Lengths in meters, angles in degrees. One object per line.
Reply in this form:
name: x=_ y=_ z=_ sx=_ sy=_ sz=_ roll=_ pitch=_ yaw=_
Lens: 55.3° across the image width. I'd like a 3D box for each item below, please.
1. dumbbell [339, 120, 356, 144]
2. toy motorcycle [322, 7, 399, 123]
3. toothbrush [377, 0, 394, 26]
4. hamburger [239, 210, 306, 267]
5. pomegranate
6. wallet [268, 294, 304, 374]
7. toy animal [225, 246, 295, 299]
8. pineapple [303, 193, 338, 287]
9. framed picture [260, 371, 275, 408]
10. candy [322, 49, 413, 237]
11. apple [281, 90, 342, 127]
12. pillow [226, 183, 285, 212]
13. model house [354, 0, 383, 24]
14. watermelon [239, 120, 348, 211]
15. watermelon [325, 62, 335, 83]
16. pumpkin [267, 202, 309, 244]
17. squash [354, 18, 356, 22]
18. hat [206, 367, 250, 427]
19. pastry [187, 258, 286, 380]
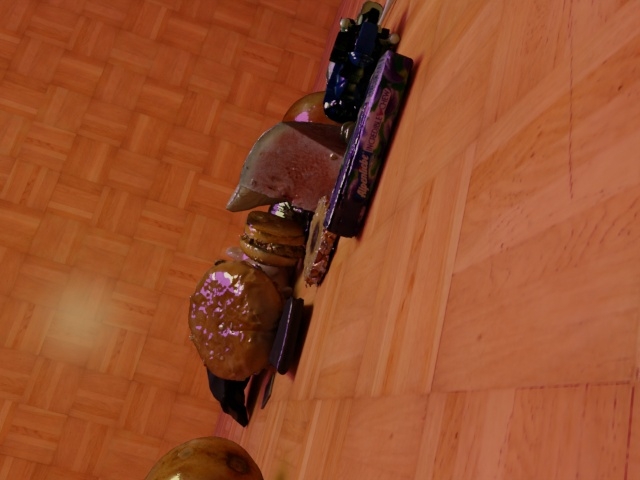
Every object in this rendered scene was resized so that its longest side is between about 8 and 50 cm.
dumbbell: x=0.070 y=-0.227 z=1.305 sx=0.118 sy=0.046 sz=0.052 roll=-107 pitch=30 yaw=-76
toy motorcycle: x=0.074 y=-0.376 z=1.360 sx=0.331 sy=0.125 sz=0.197 roll=132 pitch=152 yaw=-80
toothbrush: x=0.176 y=-0.585 z=1.405 sx=0.342 sy=0.025 sz=0.030 roll=117 pitch=161 yaw=-54
hamburger: x=-0.124 y=0.005 z=1.663 sx=0.182 sy=0.190 sz=0.118 roll=-42 pitch=-32 yaw=-66
pomegranate: x=-0.197 y=0.468 z=1.012 sx=0.260 sy=0.260 sz=0.261 roll=-163 pitch=90 yaw=-82
wallet: x=-0.078 y=0.214 z=1.391 sx=0.309 sy=0.042 sz=0.165 roll=129 pitch=158 yaw=-79
toy animal: x=-0.177 y=0.098 z=1.815 sx=0.212 sy=0.195 sz=0.256 roll=-30 pitch=15 yaw=17
pineapple: x=0.000 y=0.000 z=1.302 sx=0.221 sy=0.047 sz=0.221 roll=-164 pitch=90 yaw=-83
framed picture: x=-0.134 y=0.383 z=1.556 sx=0.089 sy=0.006 sz=0.066 roll=116 pitch=169 yaw=-48
candy: x=0.079 y=-0.158 z=1.028 sx=0.088 sy=0.061 sz=0.313 roll=-112 pitch=40 yaw=-80
apple: x=-0.024 y=-0.285 z=1.814 sx=0.179 sy=0.254 sz=0.346 roll=-27 pitch=-18 yaw=-31
pillow: x=-0.088 y=-0.180 z=1.604 sx=0.274 sy=0.076 sz=0.281 roll=-14 pitch=-29 yaw=-53
model house: x=0.128 y=-0.590 z=1.609 sx=0.083 sy=0.066 sz=0.079 roll=-87 pitch=17 yaw=-65
watermelon: x=-0.034 y=-0.152 z=1.407 sx=0.201 sy=0.261 sz=0.213 roll=58 pitch=134 yaw=41
watermelon: x=0.073 y=-0.397 z=1.597 sx=0.094 sy=0.081 sz=0.180 roll=-14 pitch=75 yaw=57
pumpkin: x=-0.097 y=-0.069 z=1.840 sx=0.248 sy=0.125 sz=0.131 roll=-152 pitch=77 yaw=-82
squash: x=0.096 y=-0.529 z=1.694 sx=0.069 sy=0.069 sz=0.258 roll=131 pitch=155 yaw=-71
hat: x=-0.276 y=0.375 z=1.923 sx=0.381 sy=0.257 sz=0.367 roll=-12 pitch=57 yaw=59
pastry: x=-0.209 y=0.206 z=1.630 sx=0.184 sy=0.284 sz=0.316 roll=1 pitch=-93 yaw=-54
